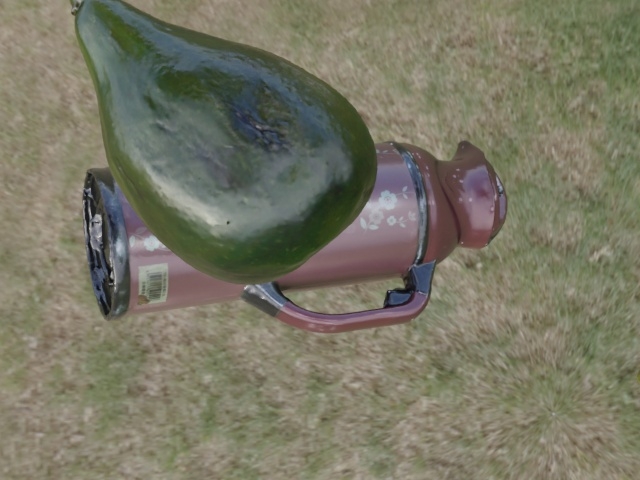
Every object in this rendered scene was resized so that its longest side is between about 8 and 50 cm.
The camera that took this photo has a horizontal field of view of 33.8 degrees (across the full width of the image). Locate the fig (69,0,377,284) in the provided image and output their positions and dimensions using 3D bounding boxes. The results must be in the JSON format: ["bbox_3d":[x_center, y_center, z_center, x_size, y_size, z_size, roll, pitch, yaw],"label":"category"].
[{"bbox_3d":[-0.061,-0.054,0.503,0.177,0.117,0.117,36,90,-11],"label":"fig"}]

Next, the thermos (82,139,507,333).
[{"bbox_3d":[0.000,-0.008,0.791,0.330,0.110,0.136,-7,35,-21],"label":"thermos"}]

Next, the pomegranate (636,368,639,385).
[{"bbox_3d":[0.177,0.137,0.376,0.156,0.156,0.220,-34,63,5],"label":"pomegranate"}]
